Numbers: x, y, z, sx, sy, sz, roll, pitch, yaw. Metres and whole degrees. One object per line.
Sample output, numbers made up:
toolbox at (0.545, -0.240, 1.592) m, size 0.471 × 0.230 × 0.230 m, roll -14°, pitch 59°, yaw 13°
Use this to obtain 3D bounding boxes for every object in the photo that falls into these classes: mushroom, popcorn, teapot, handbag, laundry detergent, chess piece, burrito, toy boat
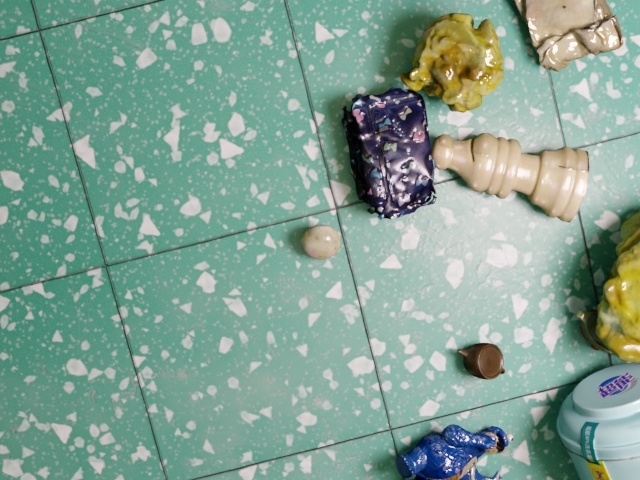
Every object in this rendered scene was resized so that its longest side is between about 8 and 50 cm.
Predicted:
mushroom at (0.000, 0.000, 1.336) m, size 0.084 × 0.083 × 0.067 m, roll -4°, pitch 54°, yaw -1°
popcorn at (0.262, -0.344, 1.258) m, size 0.186 × 0.167 × 0.187 m, roll 20°, pitch 81°, yaw -1°
teapot at (0.344, 0.257, 1.373) m, size 0.121 × 0.068 × 0.076 m, roll 29°, pitch 72°, yaw -25°
handbag at (0.138, -0.175, 1.305) m, size 0.162 × 0.113 × 0.260 m, roll -12°, pitch 93°, yaw -9°
popcorn at (0.710, 0.086, 1.256) m, size 0.292 × 0.293 × 0.334 m, roll 11°, pitch 90°, yaw 29°
laundry detergent at (0.644, 0.419, 1.282) m, size 0.287 × 0.287 × 0.305 m, roll -26°, pitch 96°, yaw 1°
chess piece at (0.375, -0.143, 1.321) m, size 0.307 × 0.124 × 0.138 m, roll 13°, pitch 127°, yaw 1°
burrito at (0.459, -0.505, 1.278) m, size 0.175 × 0.107 × 0.347 m, roll -29°, pitch 91°, yaw 25°
toy boat at (0.609, 0.196, 1.369) m, size 0.185 × 0.071 × 0.089 m, roll 32°, pitch 93°, yaw -5°

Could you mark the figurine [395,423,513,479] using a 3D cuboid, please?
figurine at (0.283, 0.458, 1.368) m, size 0.262 × 0.121 × 0.164 m, roll -5°, pitch 102°, yaw -18°
